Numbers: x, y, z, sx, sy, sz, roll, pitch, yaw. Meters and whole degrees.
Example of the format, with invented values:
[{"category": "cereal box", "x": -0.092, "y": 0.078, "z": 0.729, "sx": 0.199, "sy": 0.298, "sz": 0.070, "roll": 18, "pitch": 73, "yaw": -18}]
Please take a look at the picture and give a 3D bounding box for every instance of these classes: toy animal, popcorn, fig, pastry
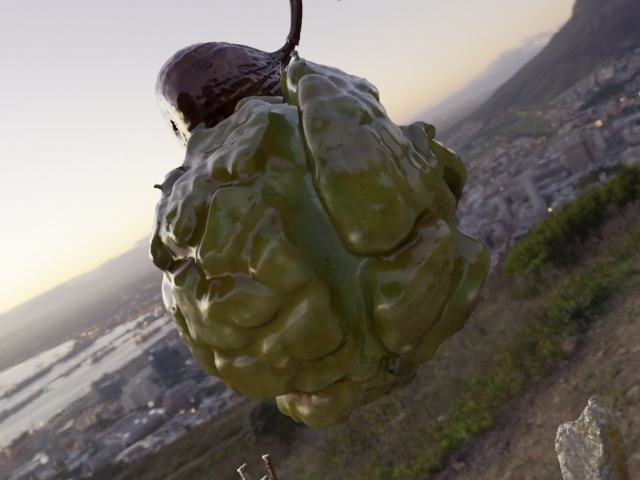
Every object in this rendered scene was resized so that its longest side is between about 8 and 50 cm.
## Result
[{"category": "toy animal", "x": -0.068, "y": 0.359, "z": 0.921, "sx": 0.057, "sy": 0.099, "sz": 0.241, "roll": -33, "pitch": 0, "yaw": -11}, {"category": "popcorn", "x": -0.005, "y": -0.008, "z": 0.541, "sx": 0.282, "sy": 0.247, "sz": 0.282, "roll": -35, "pitch": 37, "yaw": 32}, {"category": "fig", "x": -0.075, "y": -0.165, "z": 0.698, "sx": 0.201, "sy": 0.133, "sz": 0.146, "roll": -45, "pitch": 8, "yaw": -22}, {"category": "pastry", "x": 0.370, "y": 0.337, "z": 0.861, "sx": 0.089, "sy": 0.258, "sz": 0.121, "roll": -19, "pitch": -15, "yaw": 23}]

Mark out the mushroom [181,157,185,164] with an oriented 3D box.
[{"category": "mushroom", "x": -0.183, "y": -0.114, "z": 0.955, "sx": 0.028, "sy": 0.025, "sz": 0.286, "roll": -18, "pitch": 12, "yaw": -7}]
